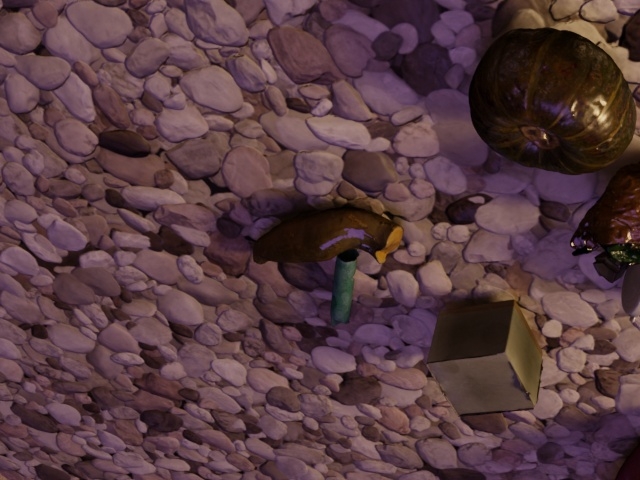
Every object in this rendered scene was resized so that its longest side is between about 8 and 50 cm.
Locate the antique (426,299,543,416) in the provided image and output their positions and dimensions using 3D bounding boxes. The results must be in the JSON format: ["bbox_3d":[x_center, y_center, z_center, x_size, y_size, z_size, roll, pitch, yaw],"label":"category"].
[{"bbox_3d":[0.278,0.193,1.755,0.147,0.148,0.152,-11,130,28],"label":"antique"}]

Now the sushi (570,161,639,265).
[{"bbox_3d":[0.484,-0.035,1.450,0.287,0.149,0.140,-1,108,-11],"label":"sushi"}]

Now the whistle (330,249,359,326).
[{"bbox_3d":[0.039,0.084,1.807,0.039,0.039,0.186,12,138,7],"label":"whistle"}]

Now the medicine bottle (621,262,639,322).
[{"bbox_3d":[0.557,0.085,1.535,0.215,0.135,0.135,11,138,-3],"label":"medicine bottle"}]

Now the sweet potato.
[{"bbox_3d":[-0.002,0.006,1.703,0.286,0.085,0.112,-13,134,31],"label":"sweet potato"}]

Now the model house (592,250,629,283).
[{"bbox_3d":[0.439,0.012,1.574,0.058,0.057,0.083,44,153,33],"label":"model house"}]

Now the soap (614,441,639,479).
[{"bbox_3d":[0.612,0.464,1.874,0.127,0.220,0.325,15,139,-2],"label":"soap"}]

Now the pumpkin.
[{"bbox_3d":[0.294,-0.188,1.351,0.219,0.162,0.219,26,163,9],"label":"pumpkin"}]
